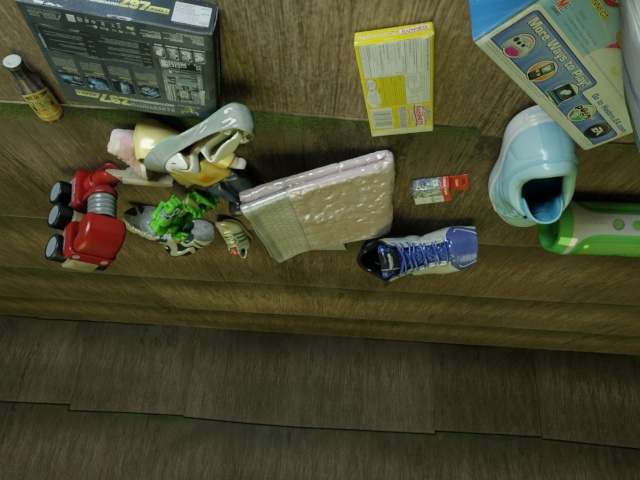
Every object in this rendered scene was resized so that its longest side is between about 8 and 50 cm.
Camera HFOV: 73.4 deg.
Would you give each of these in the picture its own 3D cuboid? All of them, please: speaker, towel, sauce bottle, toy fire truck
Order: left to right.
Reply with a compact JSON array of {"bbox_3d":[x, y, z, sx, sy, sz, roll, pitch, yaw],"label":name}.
[{"bbox_3d":[-0.468,-0.244,0.701,0.042,0.042,0.128,4,158,-1],"label":"sauce bottle"},{"bbox_3d":[-0.446,-0.070,0.923,0.246,0.216,0.159,-30,148,28],"label":"toy fire truck"},{"bbox_3d":[0.011,-0.056,0.958,0.317,0.053,0.331,-16,157,1],"label":"towel"},{"bbox_3d":[0.649,-0.025,0.938,0.297,0.131,0.131,2,157,3],"label":"speaker"}]

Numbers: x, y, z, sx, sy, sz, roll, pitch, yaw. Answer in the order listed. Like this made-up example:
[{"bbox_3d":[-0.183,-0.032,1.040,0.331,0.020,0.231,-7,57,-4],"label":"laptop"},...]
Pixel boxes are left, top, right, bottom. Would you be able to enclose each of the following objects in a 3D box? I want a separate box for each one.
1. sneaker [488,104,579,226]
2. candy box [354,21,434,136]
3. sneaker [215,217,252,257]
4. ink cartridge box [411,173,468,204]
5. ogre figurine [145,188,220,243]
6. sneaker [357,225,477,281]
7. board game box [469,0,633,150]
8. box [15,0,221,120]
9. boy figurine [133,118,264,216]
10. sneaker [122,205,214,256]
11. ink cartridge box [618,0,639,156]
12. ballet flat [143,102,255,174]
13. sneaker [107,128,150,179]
[{"bbox_3d":[0.392,-0.082,0.809,0.135,0.149,0.366,-5,156,21],"label":"sneaker"},{"bbox_3d":[0.118,-0.233,0.654,0.105,0.027,0.206,-4,156,12],"label":"candy box"},{"bbox_3d":[-0.238,-0.003,1.187,0.057,0.075,0.161,-4,156,17],"label":"sneaker"},{"bbox_3d":[0.257,-0.109,0.921,0.115,0.029,0.063,-5,155,20],"label":"ink cartridge box"},{"bbox_3d":[-0.308,-0.059,0.953,0.118,0.197,0.097,-36,111,16],"label":"ogre figurine"},{"bbox_3d":[0.229,0.045,1.078,0.316,0.127,0.182,-6,-173,23],"label":"sneaker"},{"bbox_3d":[0.386,-0.258,0.479,0.308,0.086,0.302,21,151,-35],"label":"board game box"},{"bbox_3d":[-0.262,-0.260,0.609,0.233,0.059,0.183,6,157,-8],"label":"box"},{"bbox_3d":[-0.230,-0.142,0.846,0.178,0.092,0.285,-7,158,30],"label":"boy figurine"},{"bbox_3d":[-0.424,-0.011,1.173,0.235,0.093,0.153,7,150,-32],"label":"sneaker"},{"bbox_3d":[0.389,-0.166,0.368,0.202,0.116,0.278,-13,164,34],"label":"ink cartridge box"},{"bbox_3d":[-0.197,-0.145,0.689,0.213,0.068,0.072,-25,163,19],"label":"ballet flat"},{"bbox_3d":[-0.375,-0.172,0.847,0.070,0.050,0.134,9,153,-8],"label":"sneaker"}]
